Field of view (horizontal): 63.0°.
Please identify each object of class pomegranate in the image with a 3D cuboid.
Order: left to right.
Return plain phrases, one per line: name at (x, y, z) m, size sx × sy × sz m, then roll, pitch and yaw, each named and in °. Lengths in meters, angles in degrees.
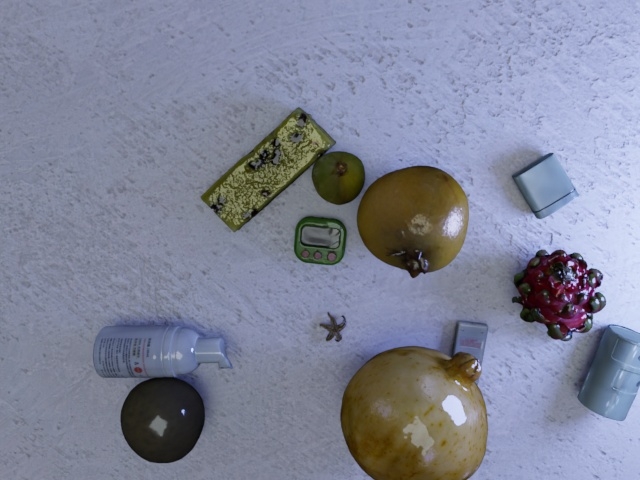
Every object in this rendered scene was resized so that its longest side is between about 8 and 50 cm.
pomegranate at (0.252, 0.427, 1.319) m, size 0.410 × 0.410 × 0.410 m, roll 1°, pitch 102°, yaw 4°

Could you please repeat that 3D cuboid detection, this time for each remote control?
remote control at (0.410, 0.318, 1.458) m, size 0.087 × 0.029 × 0.190 m, roll 6°, pitch 102°, yaw 3°

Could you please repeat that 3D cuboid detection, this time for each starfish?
starfish at (0.038, 0.244, 1.471) m, size 0.078 × 0.028 × 0.091 m, roll -17°, pitch 96°, yaw 10°

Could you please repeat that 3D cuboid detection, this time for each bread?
bread at (-0.138, -0.185, 1.367) m, size 0.361 × 0.077 × 0.138 m, roll -41°, pitch 97°, yaw 11°

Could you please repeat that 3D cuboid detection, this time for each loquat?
loquat at (0.229, -0.042, 1.271) m, size 0.274 × 0.275 × 0.275 m, roll 1°, pitch 102°, yaw 4°

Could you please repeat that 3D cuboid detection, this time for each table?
table at (0.787, 0.349, 1.390) m, size 0.126 × 0.126 × 0.220 m, roll 16°, pitch 103°, yaw 1°

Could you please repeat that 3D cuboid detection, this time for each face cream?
face cream at (-0.424, 0.309, 1.461) m, size 0.369 × 0.145 × 0.145 m, roll -1°, pitch 102°, yaw 3°

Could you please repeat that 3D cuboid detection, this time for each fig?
fig at (0.046, -0.162, 1.333) m, size 0.120 × 0.153 × 0.136 m, roll 22°, pitch 88°, yaw 41°

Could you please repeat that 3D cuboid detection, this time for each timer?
timer at (0.000, 0.000, 1.412) m, size 0.140 × 0.047 × 0.128 m, roll 6°, pitch 104°, yaw 3°

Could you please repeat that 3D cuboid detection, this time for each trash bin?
trash bin at (0.574, -0.139, 1.335) m, size 0.116 × 0.059 × 0.130 m, roll -33°, pitch 97°, yaw 8°

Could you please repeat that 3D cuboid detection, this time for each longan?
longan at (-0.445, 0.506, 1.470) m, size 0.248 × 0.248 × 0.248 m, roll 1°, pitch 102°, yaw 4°

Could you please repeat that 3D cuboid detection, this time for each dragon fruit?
dragon fruit at (0.616, 0.150, 1.325) m, size 0.218 × 0.198 × 0.273 m, roll -41°, pitch 97°, yaw 3°
